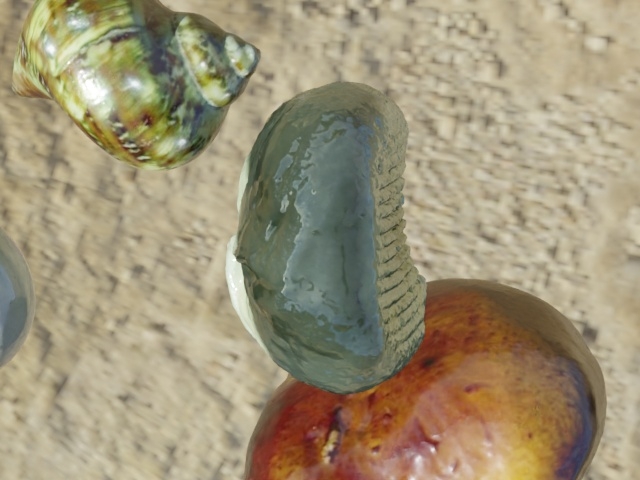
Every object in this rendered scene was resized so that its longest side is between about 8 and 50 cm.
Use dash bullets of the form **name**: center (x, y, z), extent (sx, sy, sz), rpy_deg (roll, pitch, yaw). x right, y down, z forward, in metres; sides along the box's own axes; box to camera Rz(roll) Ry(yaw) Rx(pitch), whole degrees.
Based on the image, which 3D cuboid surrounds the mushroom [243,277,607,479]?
- **mushroom**: center (0.089, 0.193, 1.710), extent (0.345, 0.345, 0.260), rpy_deg (-37, 117, -17)

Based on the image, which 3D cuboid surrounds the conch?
- **conch**: center (-0.141, -0.135, 1.493), extent (0.181, 0.187, 0.124), rpy_deg (23, 110, 2)

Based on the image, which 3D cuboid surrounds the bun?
- **bun**: center (0.000, 0.000, 1.361), extent (0.126, 0.204, 0.213), rpy_deg (-1, 79, 14)

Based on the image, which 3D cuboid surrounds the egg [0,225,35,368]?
- **egg**: center (-0.323, 0.033, 1.529), extent (0.209, 0.151, 0.151), rpy_deg (23, 87, -12)
